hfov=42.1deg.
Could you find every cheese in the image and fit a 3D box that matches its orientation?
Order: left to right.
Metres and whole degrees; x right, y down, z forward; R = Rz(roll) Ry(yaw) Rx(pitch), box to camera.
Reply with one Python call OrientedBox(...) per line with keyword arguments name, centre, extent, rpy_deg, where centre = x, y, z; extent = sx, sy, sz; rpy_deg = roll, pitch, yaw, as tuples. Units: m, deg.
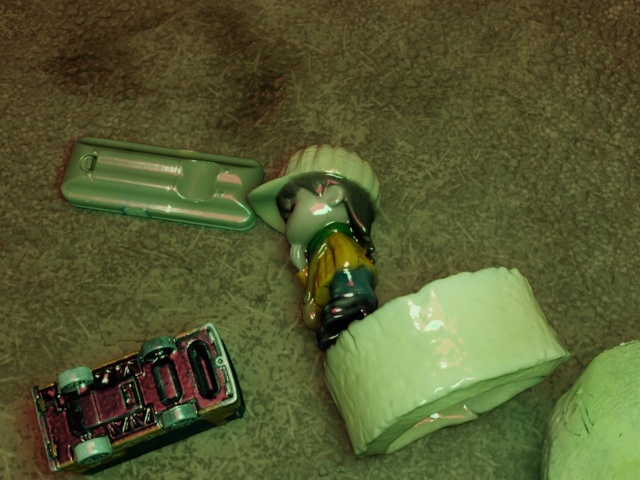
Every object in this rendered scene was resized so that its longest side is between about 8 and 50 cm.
OrientedBox(name="cheese", centre=(0.165, 0.180, 1.170), extent=(0.292, 0.332, 0.153), rpy_deg=(-9, 65, -32))

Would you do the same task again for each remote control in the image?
OrientedBox(name="remote control", centre=(-0.267, -0.102, 1.411), extent=(0.335, 0.065, 0.128), rpy_deg=(8, 66, 3))

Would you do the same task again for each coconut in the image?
OrientedBox(name="coconut", centre=(0.469, 0.337, 1.075), extent=(0.404, 0.405, 0.405), rpy_deg=(0, 68, 1))

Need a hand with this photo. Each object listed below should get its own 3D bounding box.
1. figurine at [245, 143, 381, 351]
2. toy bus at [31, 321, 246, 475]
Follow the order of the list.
OrientedBox(name="figurine", centre=(0.030, 0.001, 1.289), extent=(0.204, 0.185, 0.332), rpy_deg=(-17, 59, -21))
OrientedBox(name="toy bus", centre=(-0.254, 0.237, 1.221), extent=(0.275, 0.167, 0.139), rpy_deg=(-21, 69, -3))
